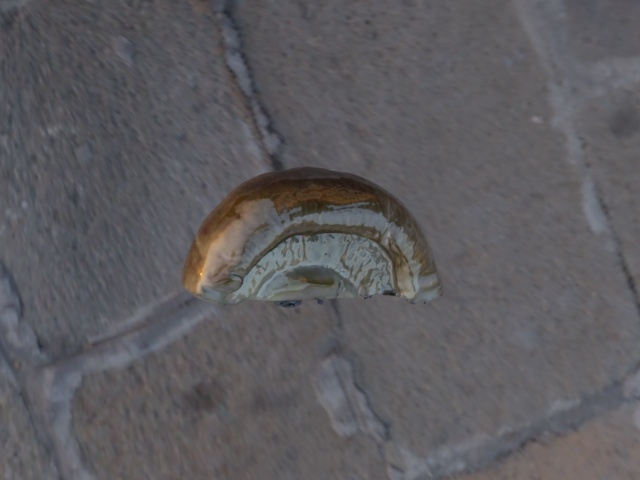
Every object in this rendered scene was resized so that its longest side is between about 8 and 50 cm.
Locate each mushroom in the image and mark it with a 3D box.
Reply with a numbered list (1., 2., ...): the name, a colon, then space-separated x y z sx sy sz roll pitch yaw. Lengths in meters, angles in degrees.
1. mushroom: 0.000 -0.001 1.062 0.210 0.072 0.094 0 129 -36
